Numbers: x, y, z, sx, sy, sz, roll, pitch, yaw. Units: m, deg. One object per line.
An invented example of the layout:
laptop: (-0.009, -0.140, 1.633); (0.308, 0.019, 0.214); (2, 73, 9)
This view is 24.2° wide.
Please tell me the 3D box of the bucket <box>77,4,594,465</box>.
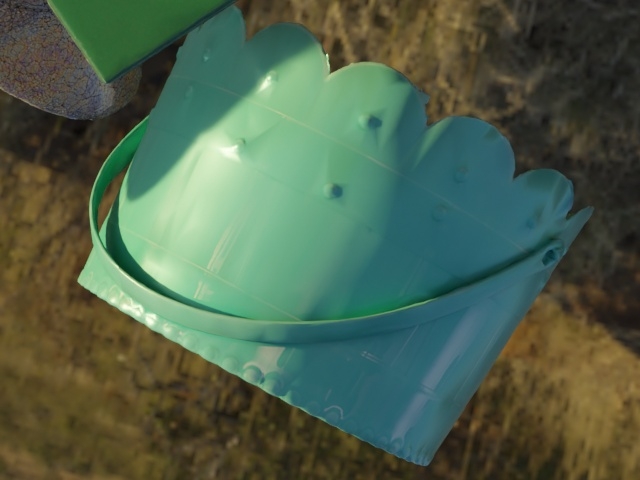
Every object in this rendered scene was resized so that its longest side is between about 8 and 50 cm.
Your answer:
bucket: (0.000, 0.000, 0.898); (0.281, 0.183, 0.281); (27, 176, 2)

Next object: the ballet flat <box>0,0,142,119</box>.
ballet flat: (-0.174, -0.183, 0.645); (0.316, 0.107, 0.106); (47, 141, -19)

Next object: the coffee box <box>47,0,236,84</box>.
coffee box: (-0.015, -0.134, 0.390); (0.184, 0.040, 0.113); (-31, 101, 25)
